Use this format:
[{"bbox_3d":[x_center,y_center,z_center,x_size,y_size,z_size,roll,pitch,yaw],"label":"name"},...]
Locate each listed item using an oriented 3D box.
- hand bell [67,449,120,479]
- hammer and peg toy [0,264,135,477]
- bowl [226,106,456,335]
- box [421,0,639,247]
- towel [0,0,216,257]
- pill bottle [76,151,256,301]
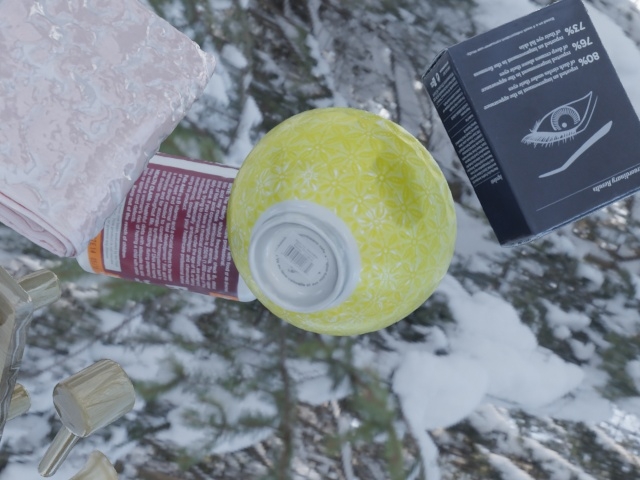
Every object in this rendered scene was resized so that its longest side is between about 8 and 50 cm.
[{"bbox_3d":[-0.442,0.437,1.346,0.126,0.242,0.126,28,-53,44],"label":"hand bell"},{"bbox_3d":[-0.367,0.111,0.878,0.127,0.361,0.265,-27,152,-48],"label":"hammer and peg toy"},{"bbox_3d":[0.000,0.000,1.002,0.289,0.289,0.156,-54,174,30],"label":"bowl"},{"bbox_3d":[0.221,-0.116,0.869,0.108,0.153,0.207,140,-73,-81],"label":"box"},{"bbox_3d":[-0.297,-0.182,0.872,0.053,0.317,0.331,-42,-163,46],"label":"towel"},{"bbox_3d":[-0.190,-0.020,1.446,0.224,0.393,0.223,11,90,-88],"label":"pill bottle"}]
